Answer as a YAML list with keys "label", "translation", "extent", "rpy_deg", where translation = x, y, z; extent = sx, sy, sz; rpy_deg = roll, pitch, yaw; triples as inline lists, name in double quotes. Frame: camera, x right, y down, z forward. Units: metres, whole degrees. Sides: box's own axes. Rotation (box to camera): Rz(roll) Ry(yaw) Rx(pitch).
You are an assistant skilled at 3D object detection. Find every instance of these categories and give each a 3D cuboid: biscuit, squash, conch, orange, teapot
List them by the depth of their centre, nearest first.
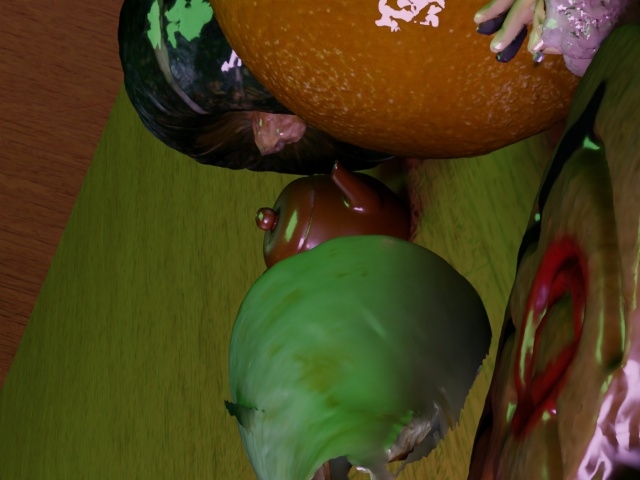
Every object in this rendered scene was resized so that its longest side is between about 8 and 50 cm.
- label: "biscuit"
  translation: [0.105, 0.091, 0.747]
  extent: [0.314, 0.063, 0.368]
  rpy_deg: [-76, -2, -73]
- label: "conch"
  translation: [0.024, 0.098, 0.825]
  extent: [0.143, 0.137, 0.251]
  rpy_deg: [-56, 20, 26]
- label: "orange"
  translation: [0.058, -0.180, 0.997]
  extent: [0.274, 0.274, 0.274]
  rpy_deg: [-162, 90, -75]
- label: "squash"
  translation: [-0.029, -0.144, 1.304]
  extent: [0.252, 0.252, 0.165]
  rpy_deg: [135, 141, -59]
- label: "teapot"
  translation: [0.000, 0.000, 1.306]
  extent: [0.173, 0.116, 0.116]
  rpy_deg: [124, 158, -47]

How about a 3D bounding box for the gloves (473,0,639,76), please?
- label: "gloves"
  translation: [0.155, -0.128, 0.836]
  extent: [0.110, 0.144, 0.094]
  rpy_deg: [-175, 90, -72]
